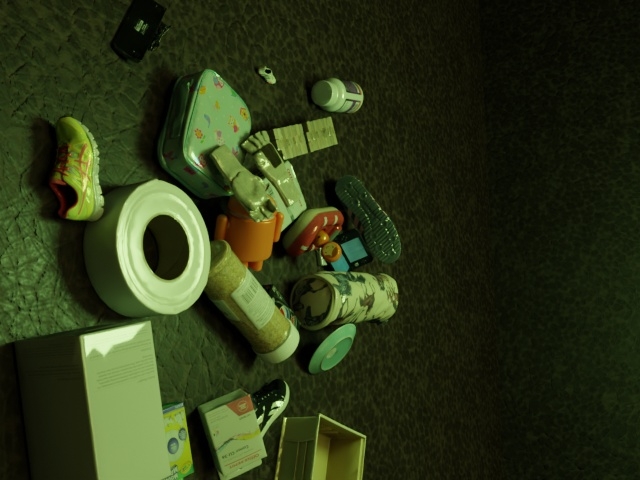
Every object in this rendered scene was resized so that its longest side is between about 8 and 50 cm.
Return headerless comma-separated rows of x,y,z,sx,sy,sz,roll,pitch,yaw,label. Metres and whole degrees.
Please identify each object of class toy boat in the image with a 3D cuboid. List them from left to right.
0.000,0.000,2.034,0.151,0.151,0.231,48,27,16,toy boat

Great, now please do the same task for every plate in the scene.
0.041,0.321,2.061,0.188,0.024,0.188,-36,151,-24,plate

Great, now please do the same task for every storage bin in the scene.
-0.001,0.633,1.933,0.262,0.123,0.261,41,49,-49,storage bin

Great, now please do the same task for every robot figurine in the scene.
-0.177,-0.032,1.762,0.128,0.158,0.220,-80,180,-72,robot figurine

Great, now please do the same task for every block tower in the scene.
-0.074,-0.292,2.075,0.335,0.097,0.091,-26,105,-56,block tower

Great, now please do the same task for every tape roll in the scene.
-0.360,0.018,1.506,0.286,0.100,0.286,20,66,-55,tape roll

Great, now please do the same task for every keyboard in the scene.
-0.409,-0.474,1.627,0.100,0.038,0.192,31,54,-24,keyboard

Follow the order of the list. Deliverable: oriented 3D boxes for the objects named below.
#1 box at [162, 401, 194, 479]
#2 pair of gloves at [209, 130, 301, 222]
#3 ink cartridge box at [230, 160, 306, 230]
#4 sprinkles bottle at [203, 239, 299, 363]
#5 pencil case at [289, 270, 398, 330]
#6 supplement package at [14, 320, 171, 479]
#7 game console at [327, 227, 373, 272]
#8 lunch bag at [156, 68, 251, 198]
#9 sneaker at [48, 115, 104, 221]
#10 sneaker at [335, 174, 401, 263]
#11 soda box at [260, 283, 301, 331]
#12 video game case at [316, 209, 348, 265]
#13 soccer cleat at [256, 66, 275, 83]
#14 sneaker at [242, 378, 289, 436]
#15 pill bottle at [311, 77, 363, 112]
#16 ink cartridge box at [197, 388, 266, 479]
-0.326,0.445,1.512,0.105,0.043,0.179,-9,92,-59,box
-0.145,-0.156,1.698,0.204,0.042,0.240,58,33,-2,pair of gloves
-0.138,-0.106,1.922,0.208,0.086,0.153,-45,120,-53,ink cartridge box
-0.184,0.155,1.745,0.355,0.121,0.121,56,39,-36,sprinkles bottle
0.073,0.182,2.122,0.160,0.184,0.410,47,22,27,pencil case
-0.407,0.306,1.277,0.177,0.175,0.293,-5,87,-61,supplement package
0.092,0.054,2.233,0.085,0.124,0.144,-99,163,-54,game console
-0.278,-0.259,1.706,0.224,0.107,0.279,39,51,-48,lunch bag
-0.479,-0.135,1.363,0.094,0.081,0.209,-18,98,-56,sneaker
0.157,-0.072,2.311,0.319,0.112,0.131,60,0,-2,sneaker
-0.118,0.193,1.906,0.169,0.060,0.053,58,38,-34,soda box
0.036,-0.011,2.258,0.190,0.022,0.173,-3,86,-59,video game case
-0.149,-0.476,2.046,0.083,0.035,0.029,29,58,-53,soccer cleat
-0.154,0.397,1.774,0.217,0.079,0.121,-56,131,-47,sneaker
0.051,-0.472,2.313,0.193,0.108,0.108,-11,92,-60,pill bottle
-0.199,0.461,1.649,0.115,0.067,0.198,-19,101,-23,ink cartridge box
